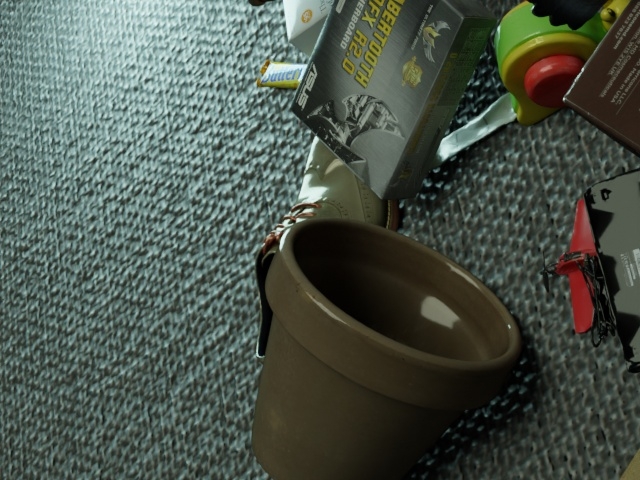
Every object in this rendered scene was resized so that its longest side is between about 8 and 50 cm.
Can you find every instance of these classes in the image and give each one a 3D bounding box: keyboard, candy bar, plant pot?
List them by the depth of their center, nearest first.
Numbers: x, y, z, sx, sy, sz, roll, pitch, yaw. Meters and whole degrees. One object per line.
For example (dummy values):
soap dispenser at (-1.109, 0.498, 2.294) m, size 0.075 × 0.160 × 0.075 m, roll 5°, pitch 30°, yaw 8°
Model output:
keyboard at (0.296, 0.032, 1.870) m, size 0.100 × 0.038 × 0.192 m, roll -17°, pitch 69°, yaw 18°
plant pot at (0.036, 0.138, 1.969) m, size 0.229 × 0.263 × 0.263 m, roll -63°, pitch 36°, yaw 24°
candy bar at (-0.021, -0.200, 2.390) m, size 0.161 × 0.018 × 0.040 m, roll 9°, pitch 74°, yaw 49°

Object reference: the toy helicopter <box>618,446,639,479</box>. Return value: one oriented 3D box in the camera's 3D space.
toy helicopter at (0.242, 0.248, 1.660) m, size 0.140 × 0.235 × 0.355 m, roll 32°, pitch 92°, yaw 52°

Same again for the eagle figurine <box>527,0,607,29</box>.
eagle figurine at (0.328, -0.284, 1.686) m, size 0.298 × 0.226 × 0.225 m, roll -1°, pitch 58°, yaw 16°

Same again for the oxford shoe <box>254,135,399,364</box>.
oxford shoe at (0.000, 0.000, 2.155) m, size 0.123 × 0.130 × 0.348 m, roll -25°, pitch 50°, yaw 40°

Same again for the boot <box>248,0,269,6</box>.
boot at (0.038, -0.320, 2.193) m, size 0.220 × 0.283 × 0.109 m, roll -3°, pitch 92°, yaw 19°

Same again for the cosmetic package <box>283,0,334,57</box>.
cosmetic package at (0.000, -0.343, 2.420) m, size 0.099 × 0.060 × 0.239 m, roll -35°, pitch 46°, yaw 30°

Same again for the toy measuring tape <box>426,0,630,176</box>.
toy measuring tape at (0.192, -0.171, 2.066) m, size 0.330 × 0.121 × 0.121 m, roll -30°, pitch 48°, yaw 33°

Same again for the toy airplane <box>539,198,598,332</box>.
toy airplane at (0.274, 0.015, 1.930) m, size 0.151 × 0.028 × 0.151 m, roll -24°, pitch 53°, yaw 37°

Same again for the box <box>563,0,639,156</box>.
box at (0.406, -0.070, 1.710) m, size 0.143 × 0.191 × 0.381 m, roll -55°, pitch 40°, yaw 7°

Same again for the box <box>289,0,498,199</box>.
box at (0.074, -0.187, 2.111) m, size 0.183 × 0.056 × 0.231 m, roll 47°, pitch 126°, yaw 36°
